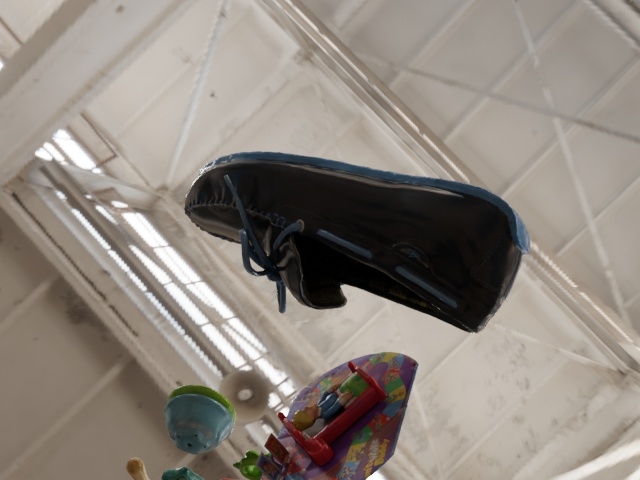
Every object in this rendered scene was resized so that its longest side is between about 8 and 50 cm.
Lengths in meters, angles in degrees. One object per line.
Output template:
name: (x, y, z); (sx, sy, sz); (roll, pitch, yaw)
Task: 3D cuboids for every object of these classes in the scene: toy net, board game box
toy net: (-0.138, 0.237, 0.879); (0.122, 0.045, 0.232); (31, -54, -14)
board game box: (0.007, 0.139, 0.719); (0.133, 0.169, 0.033); (-22, -65, 31)

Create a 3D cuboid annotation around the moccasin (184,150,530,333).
moccasin: (0.000, 0.000, 0.753); (0.342, 0.138, 0.117); (7, -111, 41)
